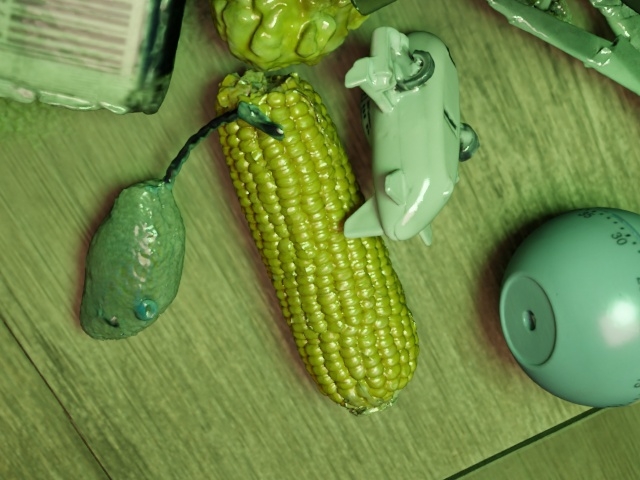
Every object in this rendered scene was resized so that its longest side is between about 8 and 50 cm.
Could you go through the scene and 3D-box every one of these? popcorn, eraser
[{"bbox_3d":[-0.022,-0.168,0.772,0.116,0.120,0.106,11,142,-4],"label":"popcorn"},{"bbox_3d":[-0.151,-0.255,0.727,0.155,0.101,0.332,10,108,-10],"label":"eraser"}]

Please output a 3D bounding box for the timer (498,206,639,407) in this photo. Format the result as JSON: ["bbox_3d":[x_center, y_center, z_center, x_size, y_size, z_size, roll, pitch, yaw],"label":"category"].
[{"bbox_3d":[0.269,0.060,0.863,0.256,0.175,0.175,9,109,-7],"label":"timer"}]

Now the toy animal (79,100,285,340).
[{"bbox_3d":[-0.114,-0.019,0.819,0.079,0.070,0.253,33,118,-6],"label":"toy animal"}]

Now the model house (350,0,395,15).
[{"bbox_3d":[0.013,-0.251,0.676,0.204,0.243,0.211,-29,95,16],"label":"model house"}]

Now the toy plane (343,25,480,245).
[{"bbox_3d":[0.063,-0.078,0.800,0.080,0.174,0.174,-5,114,26],"label":"toy plane"}]

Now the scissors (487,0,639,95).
[{"bbox_3d":[0.285,-0.098,0.825,0.383,0.029,0.256,35,69,-13],"label":"scissors"}]

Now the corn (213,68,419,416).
[{"bbox_3d":[0.000,0.000,0.846,0.106,0.106,0.293,-19,110,0],"label":"corn"}]

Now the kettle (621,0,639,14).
[{"bbox_3d":[0.295,-0.309,0.581,0.377,0.250,0.361,-33,125,-42],"label":"kettle"}]

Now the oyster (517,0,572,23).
[{"bbox_3d":[0.146,-0.213,0.822,0.098,0.037,0.100,-3,90,-26],"label":"oyster"}]
